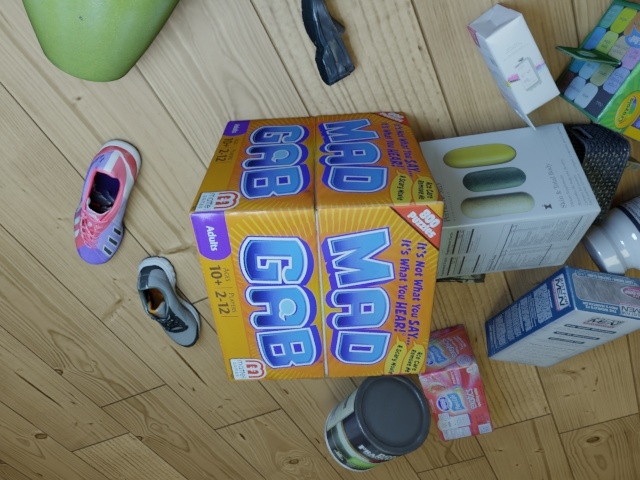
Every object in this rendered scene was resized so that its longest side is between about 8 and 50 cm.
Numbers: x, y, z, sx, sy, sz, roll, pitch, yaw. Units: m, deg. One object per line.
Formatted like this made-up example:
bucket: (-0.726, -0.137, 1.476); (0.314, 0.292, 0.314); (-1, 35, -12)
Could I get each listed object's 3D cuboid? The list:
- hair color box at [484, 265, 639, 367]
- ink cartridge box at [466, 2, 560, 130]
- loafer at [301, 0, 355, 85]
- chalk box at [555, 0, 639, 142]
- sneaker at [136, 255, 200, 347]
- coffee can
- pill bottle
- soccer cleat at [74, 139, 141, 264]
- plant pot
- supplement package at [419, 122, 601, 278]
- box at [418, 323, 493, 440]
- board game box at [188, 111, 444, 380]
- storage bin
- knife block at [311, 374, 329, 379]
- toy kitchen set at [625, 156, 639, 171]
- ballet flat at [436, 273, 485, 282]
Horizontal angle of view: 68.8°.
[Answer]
hair color box: (0.546, 0.190, 1.082); (0.173, 0.105, 0.347); (10, 149, -7)
ink cartridge box: (0.344, -0.301, 0.818); (0.067, 0.115, 0.198); (-32, 120, 20)
loafer: (0.013, -0.363, 0.815); (0.061, 0.062, 0.170); (-26, 127, -9)
chalk box: (0.544, -0.281, 0.794); (0.288, 0.180, 0.179); (19, 123, -14)
sneaker: (-0.378, 0.172, 1.143); (0.100, 0.108, 0.272); (-12, 125, 6)
coffee can: (0.144, 0.493, 1.261); (0.201, 0.202, 0.275); (14, 144, -10)
pill bottle: (0.709, -0.028, 0.985); (0.264, 0.153, 0.153); (-30, 120, 19)
soccer cleat: (-0.464, -0.056, 0.978); (0.108, 0.117, 0.318); (23, 121, -15)
plant pot: (-0.324, -0.393, 0.686); (0.274, 0.275, 0.293); (23, 137, -15)
supplement package: (0.329, -0.068, 0.891); (0.262, 0.200, 0.198); (-7, 149, 4)
box: (0.360, 0.395, 1.278); (0.153, 0.142, 0.300); (-17, 123, 11)
board game box: (0.000, 0.000, 0.875); (0.355, 0.357, 0.357); (-3, 125, 1)
storage bin: (0.520, -0.131, 0.931); (0.084, 0.122, 0.180); (0, 125, 0)
knife block: (0.081, 0.237, 1.202); (0.275, 0.088, 0.242); (-7, 124, 5)
toy kitchen set: (0.607, -0.128, 0.966); (0.075, 0.068, 0.083); (11, 124, -8)
ballet flat: (0.267, 0.071, 1.109); (0.249, 0.084, 0.058); (1, 88, 1)
